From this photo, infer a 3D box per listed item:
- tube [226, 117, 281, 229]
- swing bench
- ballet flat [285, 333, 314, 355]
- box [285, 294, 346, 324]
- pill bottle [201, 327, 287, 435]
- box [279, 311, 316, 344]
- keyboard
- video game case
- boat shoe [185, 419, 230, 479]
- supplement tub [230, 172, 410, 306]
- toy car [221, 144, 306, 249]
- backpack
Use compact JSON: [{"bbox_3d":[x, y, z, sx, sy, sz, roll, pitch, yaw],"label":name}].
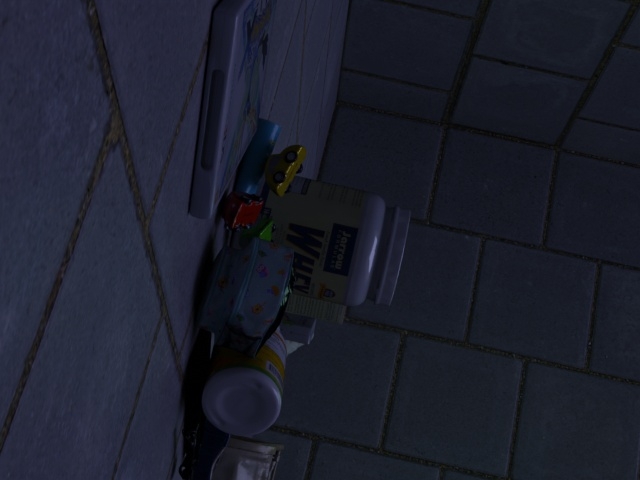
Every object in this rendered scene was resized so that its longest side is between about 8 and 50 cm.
[{"bbox_3d":[-0.127,-0.117,1.810,0.080,0.052,0.207,20,89,-75],"label":"tube"},{"bbox_3d":[-0.199,0.597,2.400,0.255,0.165,0.253,83,20,-82],"label":"swing bench"},{"bbox_3d":[-0.084,0.160,2.642,0.164,0.182,0.483,96,7,-79],"label":"ballet flat"},{"bbox_3d":[-0.041,0.065,2.373,0.213,0.243,0.117,-76,178,-52],"label":"box"},{"bbox_3d":[-0.131,0.224,1.805,0.246,0.136,0.136,-86,-173,-63],"label":"pill bottle"},{"bbox_3d":[-0.106,0.165,2.037,0.145,0.186,0.038,-43,145,-85],"label":"box"},{"bbox_3d":[-0.228,0.313,1.819,0.317,0.033,0.201,99,-2,-47],"label":"keyboard"},{"bbox_3d":[-0.118,-0.234,1.451,0.329,0.036,0.300,-74,176,-60],"label":"video game case"},{"bbox_3d":[-0.231,0.426,2.044,0.066,0.066,0.183,155,-42,-87],"label":"boat shoe"},{"bbox_3d":[0.000,0.000,1.996,0.235,0.325,0.235,12,90,-88],"label":"supplement tub"},{"bbox_3d":[-0.113,-0.044,1.788,0.239,0.053,0.225,-47,158,-41],"label":"toy car"},{"bbox_3d":[-0.119,0.082,1.666,0.188,0.144,0.166,-47,-157,52],"label":"backpack"}]
